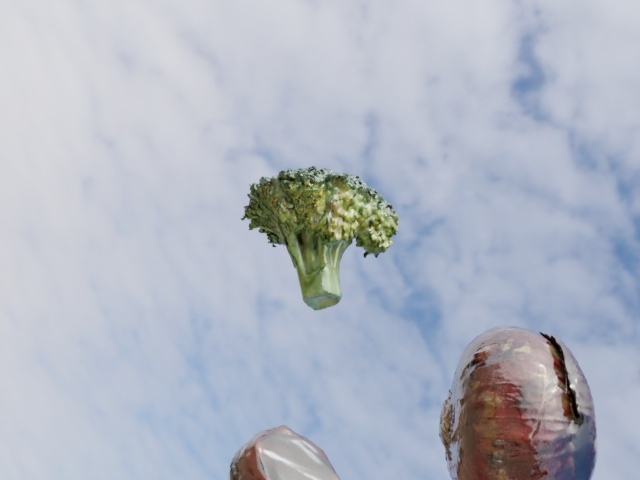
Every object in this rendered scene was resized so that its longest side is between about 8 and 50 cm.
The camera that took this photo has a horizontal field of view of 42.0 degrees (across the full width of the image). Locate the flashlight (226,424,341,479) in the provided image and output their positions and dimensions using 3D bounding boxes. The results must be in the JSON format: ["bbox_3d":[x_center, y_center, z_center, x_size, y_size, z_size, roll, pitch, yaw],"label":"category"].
[{"bbox_3d":[-0.076,0.252,0.667,0.093,0.093,0.232,47,-63,21],"label":"flashlight"}]

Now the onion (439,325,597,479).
[{"bbox_3d":[0.239,0.225,1.010,0.246,0.190,0.246,-177,-90,-89],"label":"onion"}]

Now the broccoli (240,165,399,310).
[{"bbox_3d":[0.000,0.000,1.145,0.194,0.219,0.194,-5,90,-89],"label":"broccoli"}]
